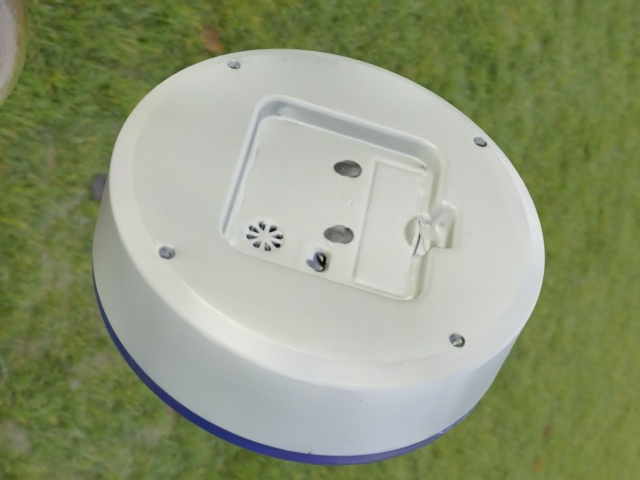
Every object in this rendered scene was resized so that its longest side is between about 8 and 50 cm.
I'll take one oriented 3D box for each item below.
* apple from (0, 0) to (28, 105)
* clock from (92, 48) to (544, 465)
[{"bbox_3d":[-0.320,-0.184,0.959,0.173,0.188,0.207,-28,156,-25],"label":"apple"},{"bbox_3d":[0.000,0.000,0.626,0.230,0.230,0.083,-43,165,-40],"label":"clock"}]
